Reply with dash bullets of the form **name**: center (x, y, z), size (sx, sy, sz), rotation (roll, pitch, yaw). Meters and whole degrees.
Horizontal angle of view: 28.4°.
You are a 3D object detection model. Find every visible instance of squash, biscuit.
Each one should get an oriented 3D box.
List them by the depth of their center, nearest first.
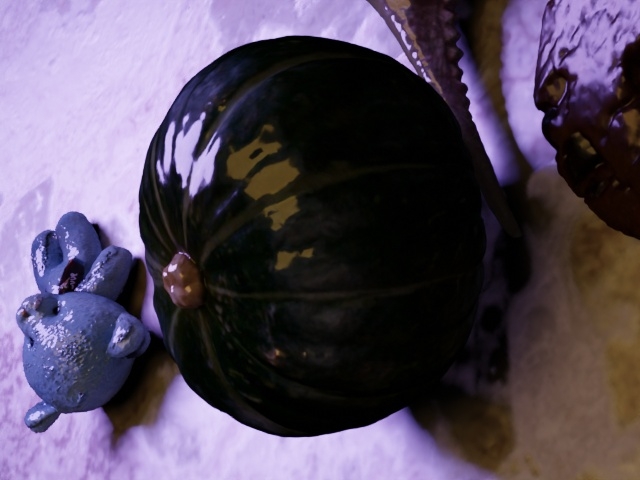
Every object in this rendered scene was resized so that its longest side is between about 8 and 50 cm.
- **biscuit**: center (0.178, -0.086, 0.597), size (0.192, 0.049, 0.192), rotation (2, 92, 48)
- **squash**: center (-0.005, 0.000, 0.673), size (0.218, 0.172, 0.218), rotation (16, 116, 37)

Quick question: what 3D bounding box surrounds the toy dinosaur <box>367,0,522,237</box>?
- **toy dinosaur**: center (0.063, -0.148, 0.746), size (0.199, 0.072, 0.251), rotation (15, 77, 36)

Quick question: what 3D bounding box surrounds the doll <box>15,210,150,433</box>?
- **doll**: center (-0.188, 0.045, 0.917), size (0.120, 0.075, 0.180), rotation (-42, 51, 22)
